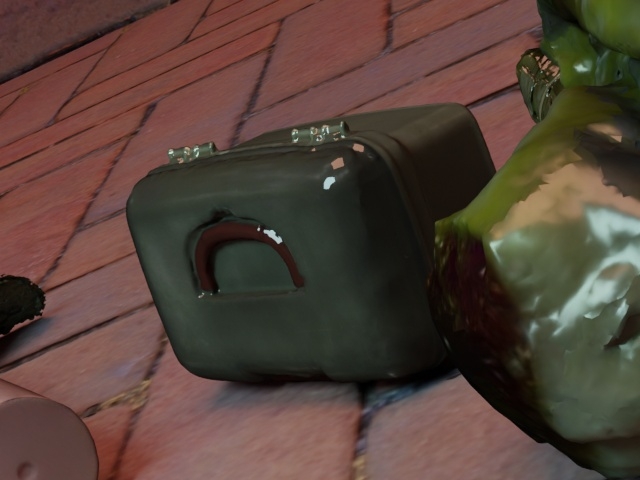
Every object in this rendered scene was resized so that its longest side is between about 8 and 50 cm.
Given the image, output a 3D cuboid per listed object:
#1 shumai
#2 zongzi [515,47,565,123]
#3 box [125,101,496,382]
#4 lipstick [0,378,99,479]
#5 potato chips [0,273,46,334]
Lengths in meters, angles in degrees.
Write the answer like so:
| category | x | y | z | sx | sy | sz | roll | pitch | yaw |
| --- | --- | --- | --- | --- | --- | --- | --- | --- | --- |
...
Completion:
| category | x | y | z | sx | sy | sz | roll | pitch | yaw |
| --- | --- | --- | --- | --- | --- | --- | --- | --- | --- |
| shumai | 0.186 | -0.008 | 0.672 | 0.263 | 0.304 | 0.309 | -61 | 7 | 7 |
| zongzi | 0.220 | -0.094 | 1.066 | 0.154 | 0.062 | 0.130 | -13 | 37 | -7 |
| box | 0.000 | 0.000 | 0.919 | 0.210 | 0.148 | 0.129 | -5 | 19 | 47 |
| lipstick | -0.241 | 0.120 | 1.012 | 0.087 | 0.087 | 0.327 | -34 | 19 | -24 |
| potato chips | -0.323 | 0.100 | 1.251 | 0.167 | 0.059 | 0.228 | -23 | 14 | 47 |
